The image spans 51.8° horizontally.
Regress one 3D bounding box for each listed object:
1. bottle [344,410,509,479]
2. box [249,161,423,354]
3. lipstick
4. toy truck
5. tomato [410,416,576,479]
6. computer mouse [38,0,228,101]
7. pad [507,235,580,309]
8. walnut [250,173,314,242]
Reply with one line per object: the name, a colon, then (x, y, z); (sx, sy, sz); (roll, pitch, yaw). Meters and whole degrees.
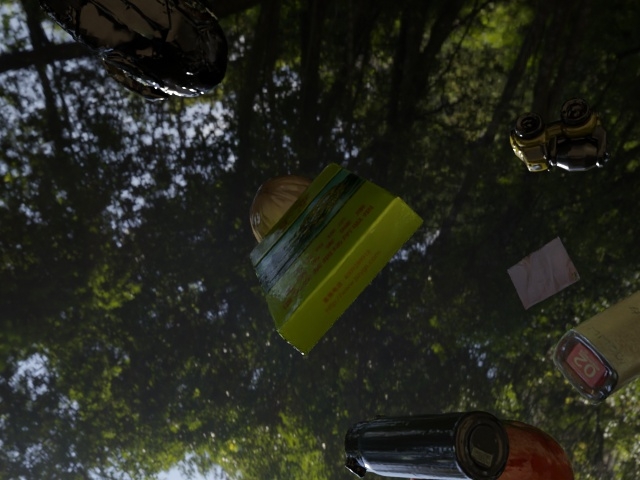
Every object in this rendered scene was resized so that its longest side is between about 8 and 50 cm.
bottle: (0.111, 0.237, 0.770); (0.072, 0.244, 0.082); (39, -121, -14)
box: (0.000, 0.000, 0.817); (0.187, 0.047, 0.335); (-49, -164, 3)
lipstick: (0.392, 0.094, 0.770); (0.253, 0.077, 0.079); (-23, -125, -24)
toy truck: (0.597, -0.239, 1.651); (0.224, 0.147, 0.165); (-12, -113, 21)
tomato: (0.280, 0.413, 1.079); (0.265, 0.265, 0.265); (-2, -130, 3)
computer mouse: (-0.205, -0.247, 0.716); (0.242, 0.077, 0.146); (35, -85, -3)
pad: (0.529, 0.080, 1.575); (0.006, 0.188, 0.113); (-8, -113, -32)
walnut: (-0.040, -0.032, 1.069); (0.140, 0.162, 0.140); (-12, -129, 15)
